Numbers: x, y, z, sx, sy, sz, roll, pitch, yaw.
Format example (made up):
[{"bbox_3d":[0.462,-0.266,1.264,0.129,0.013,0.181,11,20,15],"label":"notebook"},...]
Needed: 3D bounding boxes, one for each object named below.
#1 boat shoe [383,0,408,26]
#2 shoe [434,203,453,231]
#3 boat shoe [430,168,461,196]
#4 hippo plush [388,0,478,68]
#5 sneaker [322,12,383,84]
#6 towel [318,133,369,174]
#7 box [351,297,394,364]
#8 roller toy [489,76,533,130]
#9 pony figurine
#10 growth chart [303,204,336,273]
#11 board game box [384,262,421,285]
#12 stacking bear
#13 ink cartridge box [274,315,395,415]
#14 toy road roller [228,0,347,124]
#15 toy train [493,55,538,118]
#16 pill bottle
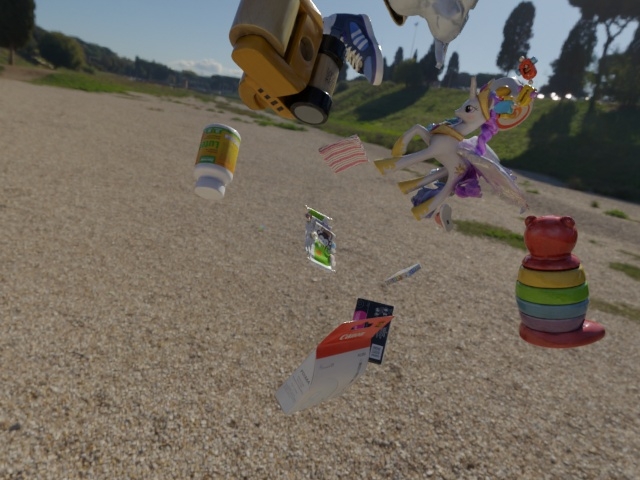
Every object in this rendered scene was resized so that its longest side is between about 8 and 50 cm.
[{"bbox_3d":[0.276,-0.984,1.707,0.109,0.098,0.302,7,-26,35],"label":"boat shoe"},{"bbox_3d":[0.576,-0.120,2.079,0.063,0.178,0.081,-36,46,-6],"label":"shoe"},{"bbox_3d":[0.578,-0.261,1.948,0.102,0.108,0.301,-7,-11,30],"label":"boat shoe"},{"bbox_3d":[0.313,-0.681,1.247,0.236,0.294,0.234,29,22,4],"label":"hippo plush"},{"bbox_3d":[0.094,-0.727,1.684,0.236,0.323,0.130,-10,-16,-9],"label":"sneaker"},{"bbox_3d":[0.087,-0.298,1.557,0.144,0.029,0.197,-18,-21,13],"label":"towel"},{"bbox_3d":[0.208,0.384,1.870,0.163,0.247,0.142,13,-8,6],"label":"box"},{"bbox_3d":[0.765,-0.559,1.810,0.191,0.209,0.146,-8,56,-11],"label":"roller toy"},{"bbox_3d":[0.386,-0.217,1.217,0.351,0.363,0.303,49,23,-17],"label":"pony figurine"},{"bbox_3d":[0.000,0.000,1.634,0.172,0.237,0.021,18,-28,-41],"label":"growth chart"},{"bbox_3d":[0.380,0.158,2.025,0.103,0.026,0.154,-27,-4,-39],"label":"board game box"},{"bbox_3d":[0.533,0.083,1.011,0.164,0.289,0.175,-13,11,-33],"label":"stacking bear"},{"bbox_3d":[0.070,0.407,1.452,0.308,0.385,0.091,5,42,-50],"label":"ink cartridge box"},{"bbox_3d":[-0.111,-0.413,1.009,0.240,0.202,0.329,5,-18,34],"label":"toy road roller"},{"bbox_3d":[0.528,-0.402,1.181,0.046,0.166,0.125,5,60,-32],"label":"toy train"},{"bbox_3d":[-0.372,-0.275,1.559,0.136,0.245,0.136,6,-20,2],"label":"pill bottle"}]
